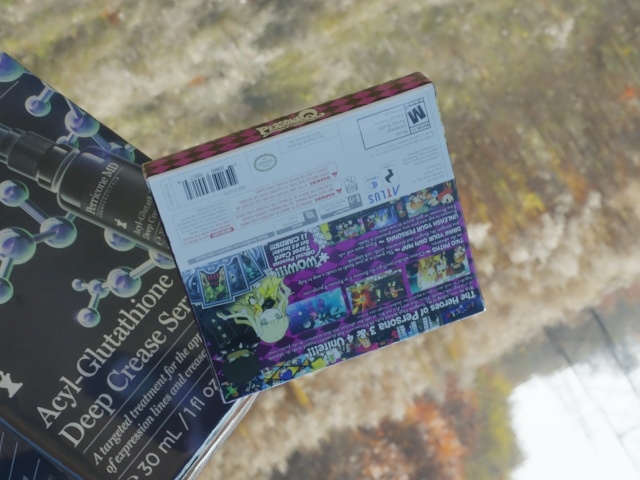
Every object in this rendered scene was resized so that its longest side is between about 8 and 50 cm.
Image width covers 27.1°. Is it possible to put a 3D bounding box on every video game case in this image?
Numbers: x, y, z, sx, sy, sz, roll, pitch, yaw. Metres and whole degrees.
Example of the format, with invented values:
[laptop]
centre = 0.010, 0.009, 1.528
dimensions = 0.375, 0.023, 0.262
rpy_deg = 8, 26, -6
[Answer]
[video game case]
centre = 0.000, 0.000, 1.052
dimensions = 0.232, 0.210, 0.042
rpy_deg = -20, -154, -6

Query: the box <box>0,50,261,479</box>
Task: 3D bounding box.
[box]
centre = -0.249, 0.071, 1.253
dimensions = 0.293, 0.395, 0.212
rpy_deg = -52, 175, -32
